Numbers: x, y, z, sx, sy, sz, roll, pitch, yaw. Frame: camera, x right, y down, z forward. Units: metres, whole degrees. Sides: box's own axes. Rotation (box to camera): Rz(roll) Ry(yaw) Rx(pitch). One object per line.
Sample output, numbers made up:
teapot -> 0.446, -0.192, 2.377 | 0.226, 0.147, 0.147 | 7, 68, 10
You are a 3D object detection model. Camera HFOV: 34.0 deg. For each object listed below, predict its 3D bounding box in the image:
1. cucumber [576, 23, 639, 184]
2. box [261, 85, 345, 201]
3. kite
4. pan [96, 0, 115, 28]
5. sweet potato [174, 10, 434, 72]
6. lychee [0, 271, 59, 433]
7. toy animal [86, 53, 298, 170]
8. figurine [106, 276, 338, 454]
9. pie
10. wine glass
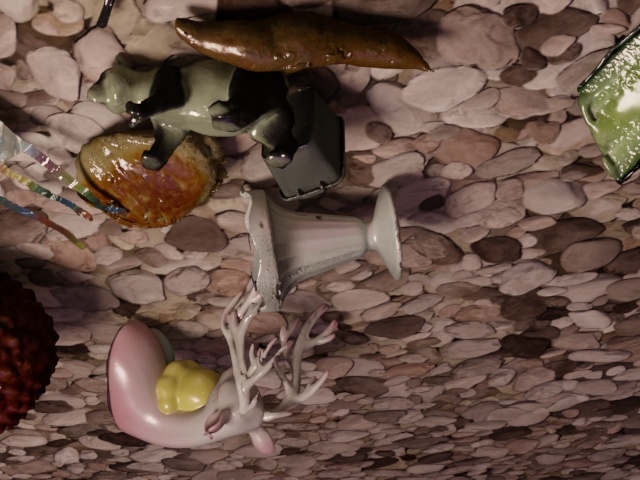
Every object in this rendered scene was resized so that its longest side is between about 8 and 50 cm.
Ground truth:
cucumber -> 0.366, -0.171, 1.184 | 0.085, 0.115, 0.193 | -37, 166, -39
box -> -0.021, -0.114, 1.195 | 0.084, 0.122, 0.069 | -17, 135, 18
kite -> -0.386, -0.086, 1.227 | 0.169, 0.015, 0.310 | -28, 126, 35
pan -> -0.200, -0.254, 1.020 | 0.068, 0.023, 0.115 | 10, 144, -24
sweet potato -> -0.014, -0.205, 1.089 | 0.273, 0.067, 0.067 | 4, 148, -7
lychee -> -0.496, 0.159, 1.444 | 0.264, 0.264, 0.300 | -14, 152, 16
toy animal -> -0.136, -0.146, 1.123 | 0.225, 0.121, 0.094 | 0, 141, 3
figurine -> -0.155, 0.189, 1.601 | 0.315, 0.284, 0.206 | 11, 166, 23
pie -> -0.209, -0.080, 1.264 | 0.193, 0.079, 0.163 | -26, 138, 35
wine glass -> 0.000, 0.000, 1.360 | 0.196, 0.165, 0.165 | -11, 150, -5
